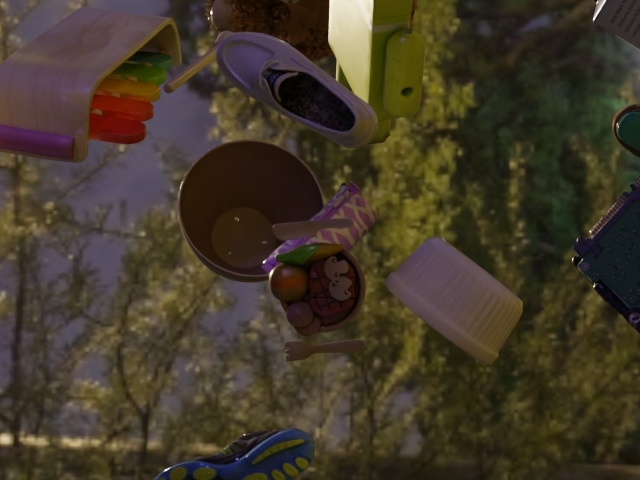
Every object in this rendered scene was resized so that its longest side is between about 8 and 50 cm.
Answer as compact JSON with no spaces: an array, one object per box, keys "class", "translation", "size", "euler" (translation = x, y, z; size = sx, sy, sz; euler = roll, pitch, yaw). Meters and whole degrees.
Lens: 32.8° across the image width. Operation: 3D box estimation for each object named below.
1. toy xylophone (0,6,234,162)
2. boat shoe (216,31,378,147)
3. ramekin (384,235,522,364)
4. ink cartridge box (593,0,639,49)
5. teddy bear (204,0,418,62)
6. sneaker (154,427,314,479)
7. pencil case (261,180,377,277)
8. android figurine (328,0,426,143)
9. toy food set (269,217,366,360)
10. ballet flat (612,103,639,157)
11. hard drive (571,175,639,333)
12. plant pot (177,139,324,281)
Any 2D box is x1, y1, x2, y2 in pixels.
[{"class":"toy xylophone","translation":[-0.236,-0.187,1.240],"size":[0.322,0.236,0.081],"euler":[-51,-31,-54]},{"class":"boat shoe","translation":[-0.030,-0.147,1.041],"size":[0.066,0.184,0.063],"euler":[-53,-16,8]},{"class":"ramekin","translation":[0.210,0.085,1.654],"size":[0.109,0.207,0.207],"euler":[-53,-16,6]},{"class":"ink cartridge box","translation":[0.434,-0.332,1.366],"size":[0.045,0.224,0.223],"euler":[-50,-12,-31]},{"class":"teddy bear","translation":[-0.018,-0.384,1.740],"size":[0.113,0.338,0.245],"euler":[-94,0,-64]},{"class":"sneaker","translation":[-0.093,0.257,1.208],"size":[0.078,0.188,0.067],"euler":[12,-123,-86]},{"class":"pencil case","translation":[0.000,0.000,1.722],"size":[0.206,0.086,0.088],"euler":[-47,-27,-14]},{"class":"android figurine","translation":[0.056,-0.250,1.206],"size":[0.248,0.056,0.272],"euler":[-112,18,-46]},{"class":"toy food set","translation":[-0.004,0.065,1.483],"size":[0.038,0.132,0.192],"euler":[6,-103,-78]},{"class":"ballet flat","translation":[0.706,-0.153,2.062],"size":[0.116,0.342,0.124],"euler":[-61,-4,24]},{"class":"hard drive","translation":[0.369,0.033,0.814],"size":[0.064,0.237,0.339],"euler":[28,-163,-43]},{"class":"plant pot","translation":[-0.147,-0.035,2.173],"size":[0.191,0.284,0.284],"euler":[118,159,-68]}]
